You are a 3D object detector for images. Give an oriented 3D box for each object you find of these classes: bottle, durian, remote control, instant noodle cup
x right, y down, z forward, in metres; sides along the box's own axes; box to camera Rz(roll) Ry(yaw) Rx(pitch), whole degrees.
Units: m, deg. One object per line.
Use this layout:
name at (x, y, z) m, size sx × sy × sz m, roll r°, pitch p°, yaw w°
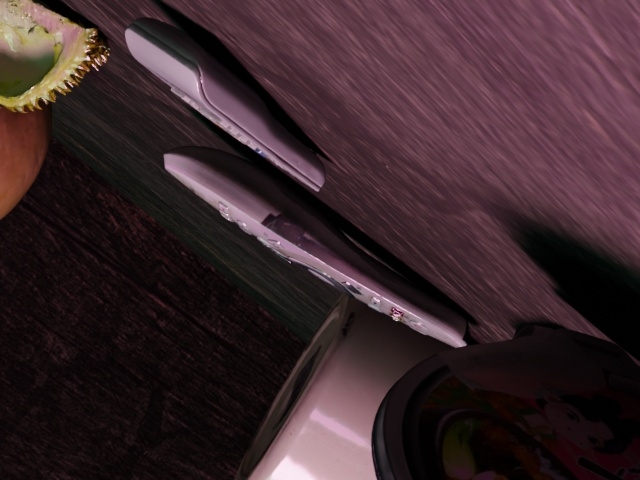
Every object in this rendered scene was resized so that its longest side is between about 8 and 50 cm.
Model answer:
bottle at (0.120, 0.213, 1.538) m, size 0.352 × 0.229 × 0.229 m, roll 32°, pitch 176°, yaw -4°
durian at (-0.221, -0.159, 1.414) m, size 0.215 × 0.086 × 0.100 m, roll 30°, pitch 138°, yaw 38°
remote control at (-0.001, 0.002, 1.385) m, size 0.256 × 0.045 × 0.097 m, roll 34°, pitch 176°, yaw 3°
instant noodle cup at (0.115, 0.195, 0.909) m, size 0.258 × 0.181 × 0.302 m, roll 22°, pitch -153°, yaw -3°
remote control at (-0.048, -0.075, 1.077) m, size 0.061 × 0.029 × 0.162 m, roll 37°, pitch -179°, yaw 31°

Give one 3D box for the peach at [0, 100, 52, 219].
peach at (-0.366, -0.133, 1.649) m, size 0.292 × 0.247 × 0.292 m, roll 43°, pitch 152°, yaw 30°
